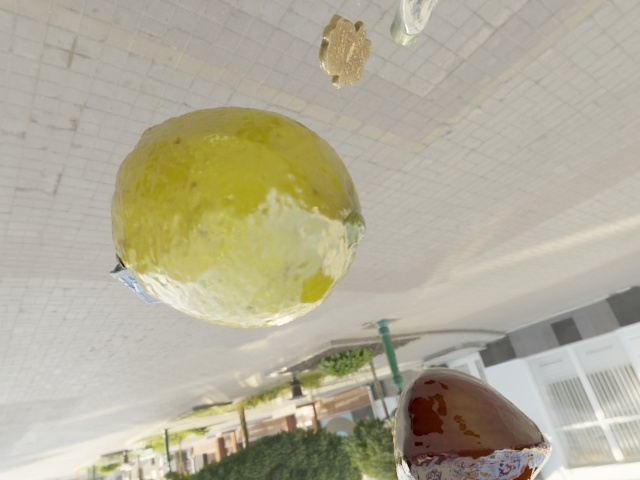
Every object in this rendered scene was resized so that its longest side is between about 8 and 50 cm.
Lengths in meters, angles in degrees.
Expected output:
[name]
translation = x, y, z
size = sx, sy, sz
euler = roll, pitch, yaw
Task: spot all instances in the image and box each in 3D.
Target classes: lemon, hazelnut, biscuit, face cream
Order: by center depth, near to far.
[lemon]
translation = -0.099, -0.027, 0.498
size = 0.319, 0.246, 0.245
euler = 6, 165, 22
[hazelnut]
translation = 0.200, 0.275, 0.585
size = 0.207, 0.209, 0.208
euler = -12, 157, -5
[face cream]
translation = 0.196, -0.472, 0.846
size = 0.114, 0.070, 0.224
euler = -32, 179, -8
[biscuit]
translation = 0.057, -0.464, 1.067
size = 0.225, 0.036, 0.166
euler = -15, 133, -60

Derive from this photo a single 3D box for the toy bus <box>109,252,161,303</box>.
[toy bus]
translation = -0.241, 0.001, 0.696
size = 0.089, 0.185, 0.106
euler = -14, 132, 25
